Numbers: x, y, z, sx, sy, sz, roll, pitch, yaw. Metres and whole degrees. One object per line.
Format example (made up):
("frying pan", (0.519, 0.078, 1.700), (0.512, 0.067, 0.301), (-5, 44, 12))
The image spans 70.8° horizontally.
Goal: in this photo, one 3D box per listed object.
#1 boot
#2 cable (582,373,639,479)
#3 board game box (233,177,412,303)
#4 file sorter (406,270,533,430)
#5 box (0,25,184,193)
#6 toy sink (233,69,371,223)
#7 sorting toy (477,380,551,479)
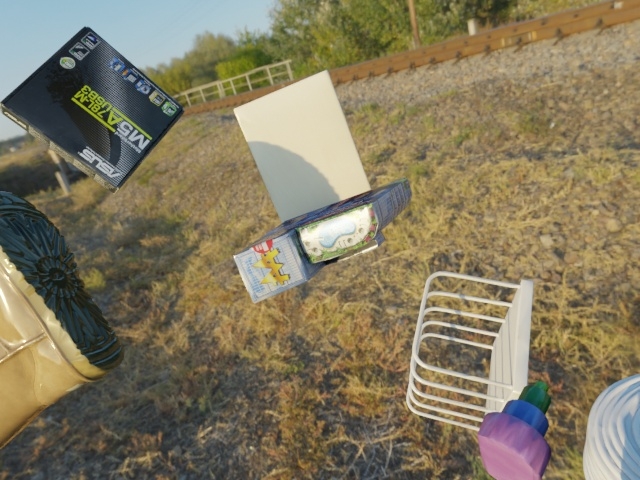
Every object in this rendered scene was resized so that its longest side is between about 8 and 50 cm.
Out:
("boot", (-0.377, 0.113, 0.472), (0.270, 0.236, 0.089), (-32, -6, 7))
("cable", (0.421, 0.241, 0.474), (0.257, 0.089, 0.257), (-4, 24, 38))
("board game box", (0.000, 0.000, 0.530), (0.194, 0.060, 0.194), (-18, 10, 30))
("file sorter", (0.256, 0.207, 0.813), (0.173, 0.277, 0.192), (10, 57, 16))
("box", (-0.344, -0.202, 0.704), (0.045, 0.191, 0.184), (-15, 39, 55))
("toy sink", (-0.018, -0.133, 0.742), (0.153, 0.234, 0.131), (-22, 14, 4))
("sorting toy", (0.323, 0.224, 0.369), (0.366, 0.127, 0.126), (23, 48, 33))
